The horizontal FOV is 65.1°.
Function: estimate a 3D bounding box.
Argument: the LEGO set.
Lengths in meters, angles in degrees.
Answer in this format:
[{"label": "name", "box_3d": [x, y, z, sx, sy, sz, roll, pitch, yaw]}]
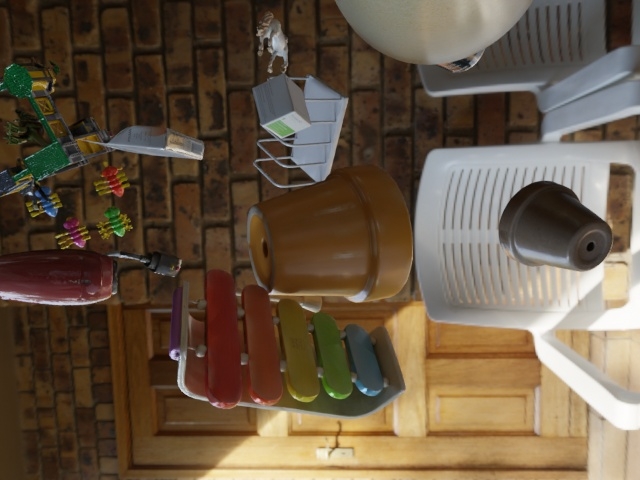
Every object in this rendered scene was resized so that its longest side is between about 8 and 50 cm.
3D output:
[{"label": "LEGO set", "box_3d": [-0.609, -0.228, 1.070, 0.255, 0.331, 0.192, 57, -160, -11]}]

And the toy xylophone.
[{"label": "toy xylophone", "box_3d": [-0.053, 0.129, 0.671, 0.081, 0.322, 0.236, -58, 36, 30]}]

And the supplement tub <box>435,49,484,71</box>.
[{"label": "supplement tub", "box_3d": [0.235, -0.410, 0.991, 0.190, 0.117, 0.117, 0, -92, -45]}]

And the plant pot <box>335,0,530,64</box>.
[{"label": "plant pot", "box_3d": [0.103, -0.287, 0.457, 0.274, 0.256, 0.257, -60, -29, -64]}]

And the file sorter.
[{"label": "file sorter", "box_3d": [-0.070, -0.317, 1.454, 0.193, 0.173, 0.278, 45, 133, 40]}]

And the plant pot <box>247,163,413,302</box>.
[{"label": "plant pot", "box_3d": [0.000, 0.000, 0.734, 0.205, 0.187, 0.205, 171, 90, -67]}]

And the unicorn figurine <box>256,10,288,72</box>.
[{"label": "unicorn figurine", "box_3d": [-0.095, -0.410, 1.050, 0.162, 0.060, 0.111, 99, 178, -70]}]

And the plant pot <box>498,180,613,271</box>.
[{"label": "plant pot", "box_3d": [0.684, -0.021, 1.432, 0.229, 0.263, 0.263, -129, 34, -64]}]

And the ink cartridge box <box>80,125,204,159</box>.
[{"label": "ink cartridge box", "box_3d": [-0.336, -0.191, 0.963, 0.145, 0.179, 0.045, -4, -76, -76]}]

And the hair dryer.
[{"label": "hair dryer", "box_3d": [-0.382, 0.057, 0.759, 0.293, 0.223, 0.080, 7, -100, -63]}]

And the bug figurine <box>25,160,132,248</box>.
[{"label": "bug figurine", "box_3d": [-0.664, -0.095, 1.427, 0.072, 0.278, 0.216, -135, 28, -77]}]

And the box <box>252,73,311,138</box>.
[{"label": "box", "box_3d": [-0.087, -0.307, 1.155, 0.101, 0.087, 0.102, 17, -125, -67]}]
